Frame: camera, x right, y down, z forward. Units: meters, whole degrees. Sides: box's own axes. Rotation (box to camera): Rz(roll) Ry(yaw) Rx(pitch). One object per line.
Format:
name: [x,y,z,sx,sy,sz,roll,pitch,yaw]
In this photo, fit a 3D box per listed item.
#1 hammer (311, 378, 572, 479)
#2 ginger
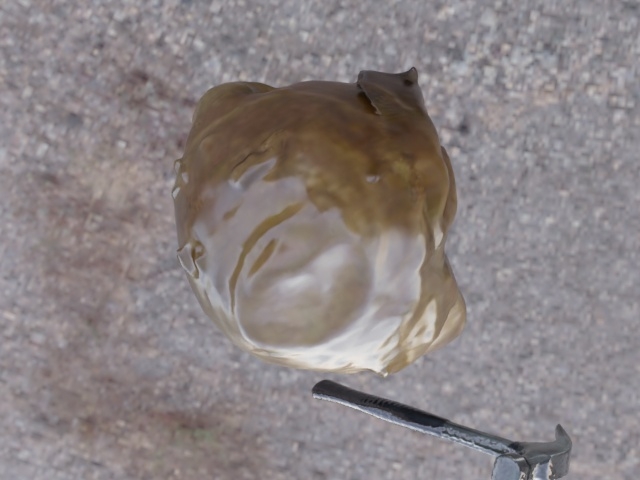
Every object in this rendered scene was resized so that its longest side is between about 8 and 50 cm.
hammer: [0.091,0.146,1.045,0.103,0.029,0.246,-4,-168,-44]
ginger: [0.001,0.003,1.006,0.223,0.200,0.269,-15,142,-9]
